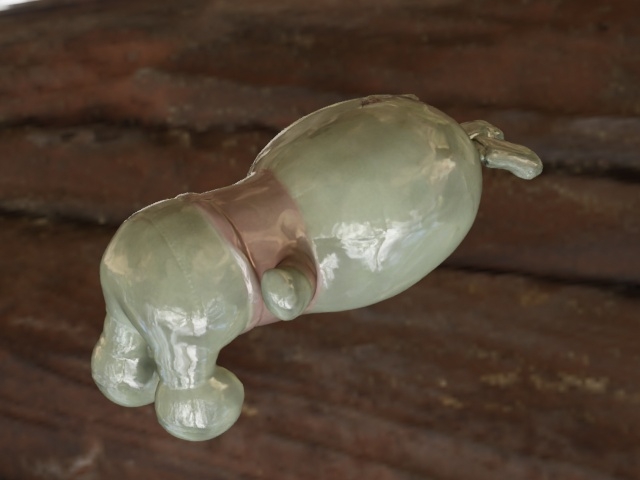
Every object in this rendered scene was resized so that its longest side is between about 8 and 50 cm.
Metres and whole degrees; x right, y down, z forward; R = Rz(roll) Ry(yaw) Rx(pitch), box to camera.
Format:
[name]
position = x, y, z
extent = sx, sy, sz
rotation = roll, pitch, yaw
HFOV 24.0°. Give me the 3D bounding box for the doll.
[doll]
position = -0.008, -0.008, 0.812
extent = 0.275, 0.113, 0.155
rotation = -35, -150, -15
